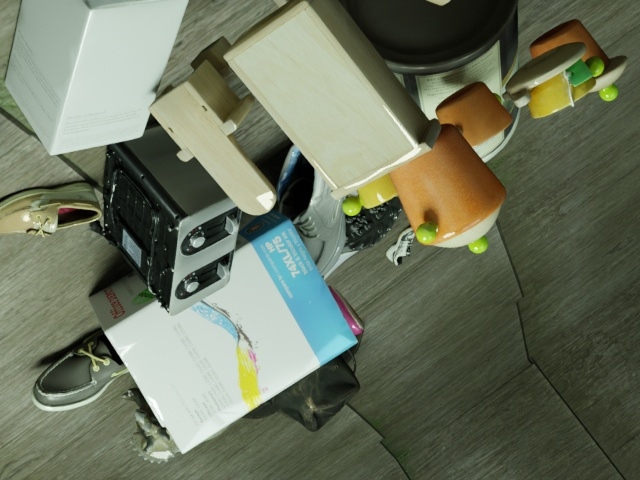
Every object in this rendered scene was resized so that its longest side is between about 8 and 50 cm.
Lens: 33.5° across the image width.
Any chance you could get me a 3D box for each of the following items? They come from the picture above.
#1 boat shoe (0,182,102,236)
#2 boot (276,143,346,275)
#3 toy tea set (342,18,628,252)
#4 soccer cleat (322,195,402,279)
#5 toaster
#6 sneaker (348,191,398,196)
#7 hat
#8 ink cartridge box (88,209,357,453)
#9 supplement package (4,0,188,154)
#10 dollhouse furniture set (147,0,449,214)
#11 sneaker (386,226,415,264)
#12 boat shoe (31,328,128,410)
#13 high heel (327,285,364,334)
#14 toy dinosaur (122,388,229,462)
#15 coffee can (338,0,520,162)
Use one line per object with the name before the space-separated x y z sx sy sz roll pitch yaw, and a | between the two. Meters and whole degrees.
boat shoe | -0.309 -0.030 1.201 0.135 0.045 0.050 -20 151 -34
boot | -0.022 -0.043 1.452 0.123 0.095 0.258 -33 142 -50
toy tea set | 0.188 -0.097 1.070 0.336 0.124 0.200 -34 -168 -8
soccer cleat | 0.000 0.000 1.637 0.318 0.116 0.108 -48 117 -6
toaster | -0.176 -0.034 1.235 0.110 0.186 0.168 -24 145 -33
sneaker | 0.144 -0.144 1.548 0.282 0.099 0.153 -8 145 -43
hat | -0.016 0.297 2.097 0.331 0.134 0.331 -29 156 -15
ink cartridge box | -0.135 0.105 1.410 0.270 0.197 0.198 -32 -162 -11
supplement package | -0.210 -0.183 0.982 0.105 0.105 0.179 -17 150 -37
dollhouse furniture set | 0.045 -0.213 1.072 0.303 0.174 0.355 -27 -158 35
sneaker | 0.154 0.010 1.920 0.032 0.037 0.083 -7 142 -45
boat shoe | -0.311 0.166 1.524 0.228 0.081 0.069 -28 153 -37
high heel | -0.022 0.119 1.676 0.117 0.244 0.082 -41 123 -8
toy dinosaur | -0.222 0.281 1.749 0.313 0.160 0.121 0 138 -53
coffee can | 0.134 -0.223 1.259 0.201 0.201 0.275 -35 157 -4
